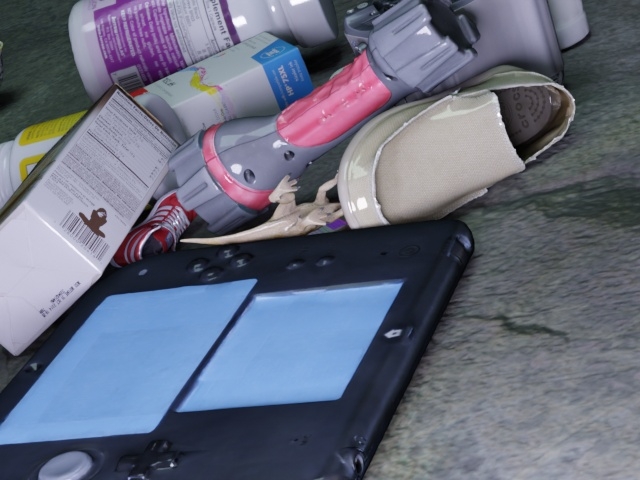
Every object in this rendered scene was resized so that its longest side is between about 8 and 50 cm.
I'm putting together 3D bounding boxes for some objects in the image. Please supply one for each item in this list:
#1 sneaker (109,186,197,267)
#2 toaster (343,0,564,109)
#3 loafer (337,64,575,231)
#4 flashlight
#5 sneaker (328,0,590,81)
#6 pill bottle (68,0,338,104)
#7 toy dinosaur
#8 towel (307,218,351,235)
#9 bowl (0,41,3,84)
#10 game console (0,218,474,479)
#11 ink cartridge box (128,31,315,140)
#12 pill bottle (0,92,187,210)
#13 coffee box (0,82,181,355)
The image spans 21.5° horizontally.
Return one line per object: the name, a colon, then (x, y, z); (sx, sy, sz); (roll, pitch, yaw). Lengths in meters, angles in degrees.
sneaker: (-0.146, -0.012, 1.634); (0.118, 0.042, 0.067); (-42, 24, -27)
toaster: (0.143, -0.192, 1.652); (0.227, 0.146, 0.129); (-30, 23, -20)
loafer: (0.123, -0.087, 1.478); (0.268, 0.102, 0.092); (-36, 19, -34)
flashlight: (-0.002, -0.120, 1.550); (0.304, 0.103, 0.103); (-34, 24, 28)
sneaker: (0.131, -0.231, 1.797); (0.290, 0.123, 0.106); (-20, 23, 7)
pill bottle: (-0.138, -0.258, 2.051); (0.301, 0.169, 0.169); (-17, 21, 10)
toy dinosaur: (-0.024, -0.017, 1.470); (0.183, 0.053, 0.092); (-16, -18, -20)
towel: (0.000, 0.000, 1.512); (0.060, 0.009, 0.083); (-27, 21, -13)
bowl: (-0.524, -0.219, 2.448); (0.170, 0.080, 0.170); (-19, 22, 8)
game console: (-0.083, 0.097, 1.287); (0.342, 0.060, 0.386); (-11, 24, 25)
ink cartridge box: (-0.132, -0.146, 1.899); (0.231, 0.078, 0.134); (-26, 21, -11)
pill bottle: (-0.253, -0.075, 1.783); (0.208, 0.119, 0.119); (-13, 22, 20)
coffee box: (-0.238, -0.024, 1.588); (0.141, 0.098, 0.246); (-40, 13, 30)
